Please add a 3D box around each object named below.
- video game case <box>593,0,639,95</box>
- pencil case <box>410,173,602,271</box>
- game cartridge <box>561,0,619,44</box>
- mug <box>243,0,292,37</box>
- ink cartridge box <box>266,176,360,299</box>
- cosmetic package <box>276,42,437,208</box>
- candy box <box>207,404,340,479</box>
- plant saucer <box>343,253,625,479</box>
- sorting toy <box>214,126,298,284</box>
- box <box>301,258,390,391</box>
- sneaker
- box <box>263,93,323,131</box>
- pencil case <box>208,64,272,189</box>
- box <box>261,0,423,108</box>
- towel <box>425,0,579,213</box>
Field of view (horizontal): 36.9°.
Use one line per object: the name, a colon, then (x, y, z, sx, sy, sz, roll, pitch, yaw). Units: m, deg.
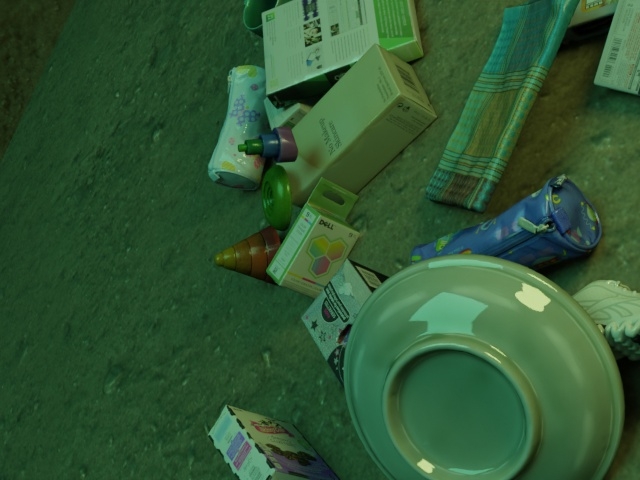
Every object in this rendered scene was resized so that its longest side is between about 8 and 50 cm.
video game case: (0.505, -0.305, 1.386, 0.183, 0.023, 0.201, 26, 106, 45)
pencil case: (0.273, 0.011, 1.462, 0.306, 0.133, 0.119, -29, 81, 39)
game cartridge: (0.487, -0.433, 1.503, 0.297, 0.062, 0.198, -10, 68, 46)
mug: (-0.102, -0.527, 2.190, 0.129, 0.097, 0.158, -41, 44, 29)
ink cartridge box: (0.000, 0.000, 1.797, 0.209, 0.109, 0.062, -60, 39, 8)
cosmetic package: (0.059, -0.203, 1.831, 0.309, 0.113, 0.160, -43, 45, 25)
candy box: (-0.078, 0.379, 1.651, 0.070, 0.165, 0.196, -60, 39, 8)
plant saucer: (0.198, 0.221, 1.291, 0.400, 0.100, 0.401, 7, 106, 25)
sorting toy: (-0.132, -0.058, 1.834, 0.127, 0.126, 0.366, -115, 26, -44)
box: (0.103, 0.172, 1.547, 0.142, 0.163, 0.247, -53, 41, 16)
sneaker: (0.408, 0.103, 1.288, 0.292, 0.110, 0.118, -13, 53, 45)
box: (-0.047, -0.266, 1.992, 0.087, 0.101, 0.102, -40, 47, 28)
pencil case: (-0.164, -0.247, 2.101, 0.113, 0.124, 0.273, -7, 68, 47)
box: (0.037, -0.415, 1.922, 0.322, 0.058, 0.232, -17, 56, 20)
towel: (0.285, -0.225, 1.550, 0.370, 0.040, 0.271, -66, 11, 1)
